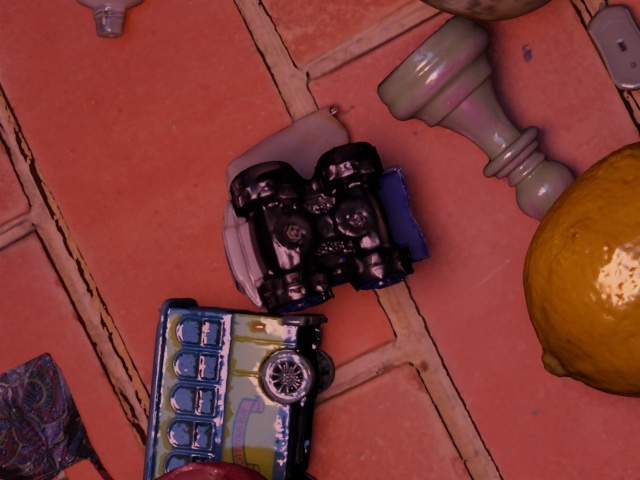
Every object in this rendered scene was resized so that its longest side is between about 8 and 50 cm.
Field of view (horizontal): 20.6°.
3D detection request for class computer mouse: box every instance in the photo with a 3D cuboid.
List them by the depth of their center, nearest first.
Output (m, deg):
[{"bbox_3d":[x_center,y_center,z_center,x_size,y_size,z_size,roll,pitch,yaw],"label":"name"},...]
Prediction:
[{"bbox_3d":[0.332,-0.212,1.928,0.056,0.032,0.110,-27,72,9],"label":"computer mouse"}]

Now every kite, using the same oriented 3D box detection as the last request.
[{"bbox_3d":[-0.301,0.276,2.054,0.152,0.015,0.285,-40,80,8],"label":"kite"}]

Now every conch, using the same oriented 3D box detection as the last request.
[{"bbox_3d":[-0.038,-0.075,1.991,0.176,0.094,0.104,-41,65,-19],"label":"conch"}]

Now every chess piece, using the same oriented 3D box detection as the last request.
[{"bbox_3d":[0.195,-0.108,1.919,0.139,0.139,0.272,-41,92,8],"label":"chess piece"}]

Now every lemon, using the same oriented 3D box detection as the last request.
[{"bbox_3d":[0.347,0.023,1.808,0.320,0.245,0.245,-45,80,1],"label":"lemon"}]

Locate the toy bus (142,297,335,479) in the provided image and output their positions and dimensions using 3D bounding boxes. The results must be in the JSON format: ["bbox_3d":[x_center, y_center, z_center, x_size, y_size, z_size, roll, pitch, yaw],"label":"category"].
[{"bbox_3d":[-0.095,0.226,1.943,0.190,0.152,0.312,5,89,9],"label":"toy bus"}]

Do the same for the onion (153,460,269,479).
[{"bbox_3d":[-0.096,0.325,1.782,0.200,0.200,0.207,-22,75,11],"label":"onion"}]

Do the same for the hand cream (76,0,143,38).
[{"bbox_3d":[-0.245,-0.401,2.052,0.124,0.078,0.341,-2,79,13],"label":"hand cream"}]

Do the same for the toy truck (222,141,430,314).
[{"bbox_3d":[0.000,0.000,1.902,0.213,0.177,0.161,-14,77,-10],"label":"toy truck"}]

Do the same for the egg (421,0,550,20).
[{"bbox_3d":[0.154,-0.440,1.819,0.345,0.345,0.428,-8,97,12],"label":"egg"}]
